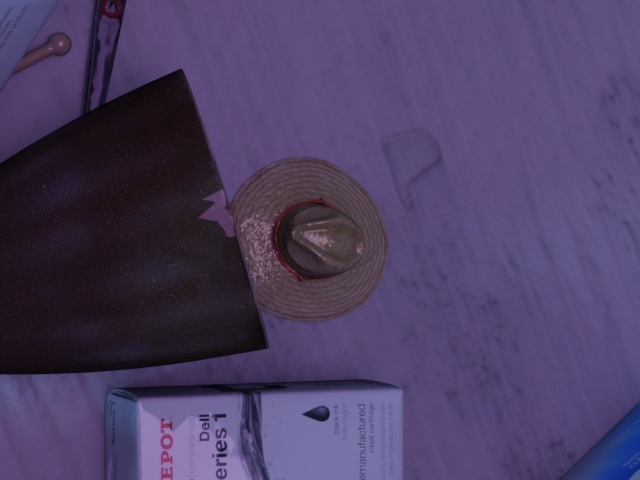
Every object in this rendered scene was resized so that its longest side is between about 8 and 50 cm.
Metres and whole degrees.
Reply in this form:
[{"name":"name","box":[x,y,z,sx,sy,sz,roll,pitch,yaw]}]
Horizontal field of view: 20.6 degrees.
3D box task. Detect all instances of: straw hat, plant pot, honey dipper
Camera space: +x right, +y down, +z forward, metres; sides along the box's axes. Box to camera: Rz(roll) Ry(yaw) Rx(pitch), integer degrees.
[{"name":"straw hat","box":[0.000,0.000,1.411,0.144,0.061,0.144,0,91,-20]},{"name":"plant pot","box":[-0.179,0.010,1.286,0.230,0.215,0.215,-17,96,-4]},{"name":"honey dipper","box":[-0.258,-0.117,1.332,0.161,0.030,0.030,-29,100,-20]}]

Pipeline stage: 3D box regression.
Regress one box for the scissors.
[{"name":"scissors","box":[-0.169,-0.202,1.372,0.109,0.021,0.297,27,82,-21]}]

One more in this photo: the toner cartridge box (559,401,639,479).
[{"name":"toner cartridge box","box":[0.292,0.201,1.465,0.348,0.165,0.075,-41,102,-16]}]

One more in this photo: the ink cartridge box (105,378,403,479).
[{"name":"ink cartridge box","box":[-0.052,0.193,1.375,0.219,0.092,0.160,-1,90,-21]}]

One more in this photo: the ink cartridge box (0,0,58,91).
[{"name":"ink cartridge box","box":[-0.347,-0.203,1.080,0.395,0.285,0.166,-12,64,-44]}]
